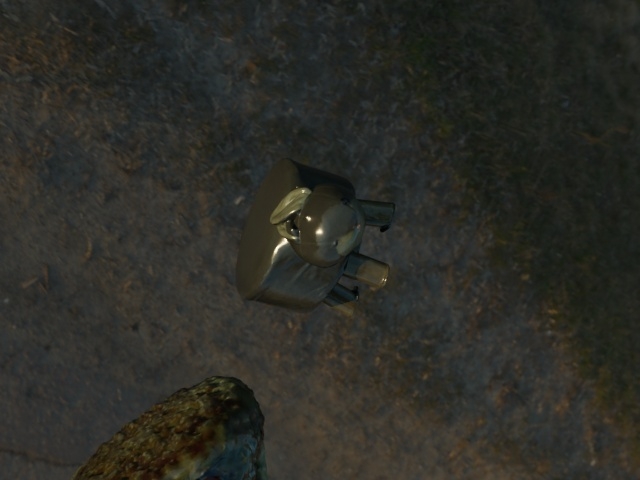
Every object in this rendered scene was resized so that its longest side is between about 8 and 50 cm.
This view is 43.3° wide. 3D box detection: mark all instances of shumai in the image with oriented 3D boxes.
[{"bbox_3d":[-0.193,0.439,1.200,0.395,0.395,0.348,-34,98,-19],"label":"shumai"}]

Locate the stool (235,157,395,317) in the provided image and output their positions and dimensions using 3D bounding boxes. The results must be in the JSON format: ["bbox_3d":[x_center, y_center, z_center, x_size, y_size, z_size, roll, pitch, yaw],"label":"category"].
[{"bbox_3d":[-0.003,0.009,0.832,0.139,0.228,0.153,18,100,-17],"label":"stool"}]
